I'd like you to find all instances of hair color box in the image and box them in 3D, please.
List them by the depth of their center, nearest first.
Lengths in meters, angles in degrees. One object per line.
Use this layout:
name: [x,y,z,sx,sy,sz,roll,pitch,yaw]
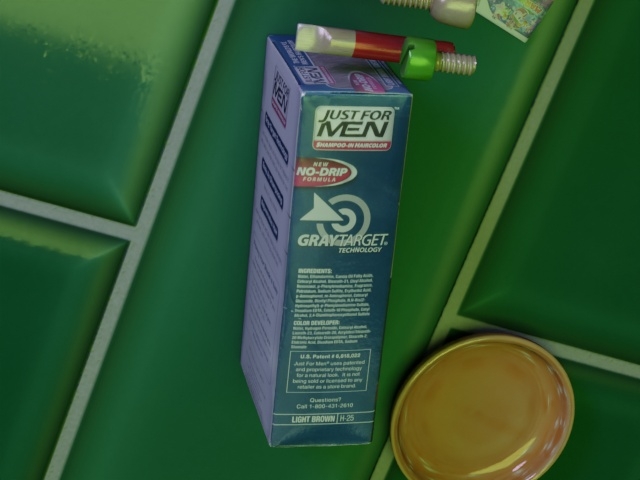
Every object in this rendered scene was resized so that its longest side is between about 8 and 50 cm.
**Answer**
hair color box: [0.000,0.000,1.551,0.105,0.174,0.347,0,114,-13]

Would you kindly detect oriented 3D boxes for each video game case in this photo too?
video game case: [0.194,-0.258,1.572,0.087,0.011,0.122,29,105,-22]

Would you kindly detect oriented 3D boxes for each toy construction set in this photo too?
toy construction set: [0.027,-0.276,1.321,0.237,0.257,0.309,5,124,-10]

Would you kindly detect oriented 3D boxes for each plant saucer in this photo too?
plant saucer: [0.166,0.182,1.745,0.200,0.037,0.200,-5,114,-12]
